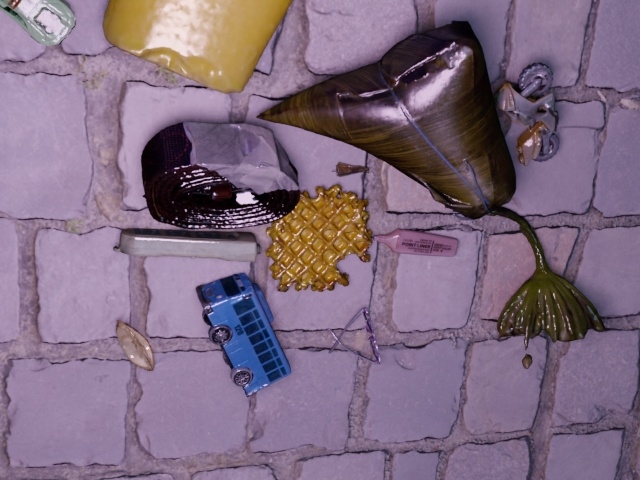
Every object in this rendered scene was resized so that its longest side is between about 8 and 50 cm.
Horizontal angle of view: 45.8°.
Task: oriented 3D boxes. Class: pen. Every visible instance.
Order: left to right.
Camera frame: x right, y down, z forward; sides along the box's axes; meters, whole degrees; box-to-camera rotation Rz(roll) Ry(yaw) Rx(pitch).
[{"bbox_3d":[0.204,0.005,1.632,0.197,0.032,0.053,6,107,-19],"label":"pen"}]

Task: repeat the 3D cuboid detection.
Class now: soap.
[{"bbox_3d":[-0.180,-0.490,1.309,0.306,0.115,0.427,24,100,-18],"label":"soap"}]

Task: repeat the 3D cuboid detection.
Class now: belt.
[{"bbox_3d":[-0.186,-0.127,1.413,0.290,0.164,0.184,0,135,-16],"label":"belt"}]

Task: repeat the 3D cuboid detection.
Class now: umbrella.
[{"bbox_3d":[0.061,-0.144,1.549,0.083,0.020,0.031,-5,71,-14],"label":"umbrella"}]

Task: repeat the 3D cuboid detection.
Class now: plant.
[{"bbox_3d":[0.506,0.086,1.677,0.251,0.180,0.333,-10,108,-23],"label":"plant"}]

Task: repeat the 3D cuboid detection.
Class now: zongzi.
[{"bbox_3d":[0.145,-0.177,1.492,0.433,0.207,0.403,-20,124,11],"label":"zongzi"}]

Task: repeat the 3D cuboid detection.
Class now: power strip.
[{"bbox_3d":[-0.257,0.008,1.483,0.286,0.080,0.048,2,102,-14],"label":"power strip"}]

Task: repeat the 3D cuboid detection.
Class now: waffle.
[{"bbox_3d":[0.000,0.000,1.566,0.229,0.051,0.231,-5,109,-11],"label":"waffle"}]

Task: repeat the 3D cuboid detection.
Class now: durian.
[{"bbox_3d":[-0.379,0.213,1.527,0.052,0.066,0.130,-31,105,-4],"label":"durian"}]

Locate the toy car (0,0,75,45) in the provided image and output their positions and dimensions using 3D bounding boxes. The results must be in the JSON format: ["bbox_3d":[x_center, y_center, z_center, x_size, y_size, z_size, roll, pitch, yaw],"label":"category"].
[{"bbox_3d":[-0.506,-0.407,1.279,0.186,0.058,0.093,40,96,-24],"label":"toy car"}]

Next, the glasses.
[{"bbox_3d":[0.068,0.219,1.654,0.104,0.062,0.139,-15,111,-9],"label":"glasses"}]

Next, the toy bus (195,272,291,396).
[{"bbox_3d":[-0.157,0.185,1.553,0.134,0.116,0.233,-25,115,-7],"label":"toy bus"}]

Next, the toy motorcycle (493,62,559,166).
[{"bbox_3d":[0.426,-0.255,1.577,0.130,0.094,0.229,-21,126,-3],"label":"toy motorcycle"}]
